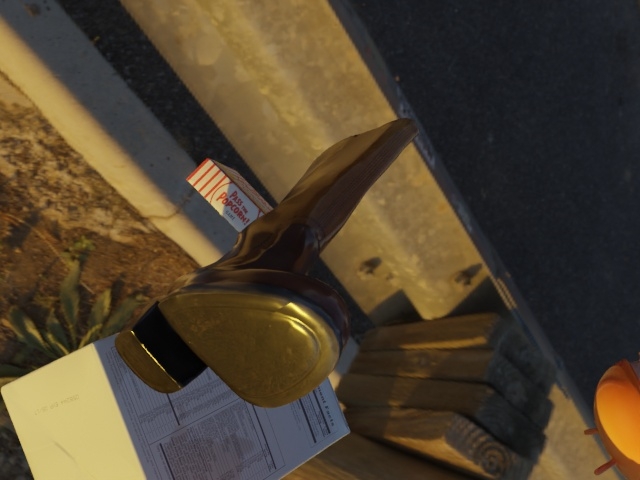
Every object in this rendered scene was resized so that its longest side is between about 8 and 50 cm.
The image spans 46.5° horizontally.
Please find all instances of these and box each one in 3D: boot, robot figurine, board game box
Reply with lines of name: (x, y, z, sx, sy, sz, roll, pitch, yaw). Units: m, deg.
boot: (0.000, 0.000, 0.568, 0.096, 0.264, 0.280, 50, 58, -7)
robot figurine: (0.327, 0.136, 0.619, 0.128, 0.219, 0.158, 47, 22, -43)
board game box: (-0.105, -0.043, 1.068, 0.045, 0.193, 0.147, -45, 88, 3)

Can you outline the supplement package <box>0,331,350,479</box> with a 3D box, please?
supplement package: (-0.147, 0.182, 0.797, 0.262, 0.199, 0.198, -19, 85, -49)
